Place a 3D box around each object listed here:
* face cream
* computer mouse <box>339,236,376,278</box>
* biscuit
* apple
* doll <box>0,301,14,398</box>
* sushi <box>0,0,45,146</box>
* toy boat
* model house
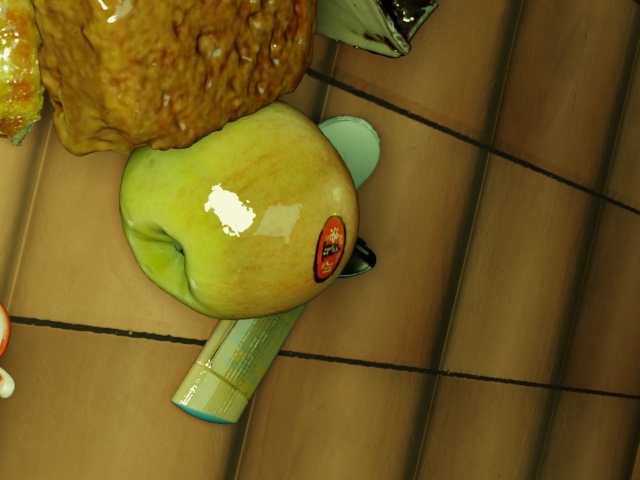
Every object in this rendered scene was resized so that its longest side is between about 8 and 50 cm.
[{"bbox_3d":[-0.132,0.184,1.561,0.139,0.067,0.285,45,67,-38],"label":"face cream"},{"bbox_3d":[0.000,0.000,1.606,0.233,0.137,0.096,33,93,-43],"label":"computer mouse"},{"bbox_3d":[-0.162,-0.303,1.139,0.395,0.166,0.342,-36,142,-39],"label":"biscuit"},{"bbox_3d":[-0.122,-0.041,1.341,0.305,0.339,0.338,-24,114,-40],"label":"apple"},{"bbox_3d":[-0.456,0.106,1.103,0.161,0.290,0.129,5,124,-35],"label":"doll"},{"bbox_3d":[-0.425,-0.241,1.128,0.139,0.184,0.274,-9,111,-38],"label":"sushi"},{"bbox_3d":[0.022,-0.143,1.619,0.134,0.079,0.208,49,49,-3],"label":"toy boat"},{"bbox_3d":[0.071,-0.503,1.469,0.282,0.317,0.297,-49,140,-20],"label":"model house"}]
